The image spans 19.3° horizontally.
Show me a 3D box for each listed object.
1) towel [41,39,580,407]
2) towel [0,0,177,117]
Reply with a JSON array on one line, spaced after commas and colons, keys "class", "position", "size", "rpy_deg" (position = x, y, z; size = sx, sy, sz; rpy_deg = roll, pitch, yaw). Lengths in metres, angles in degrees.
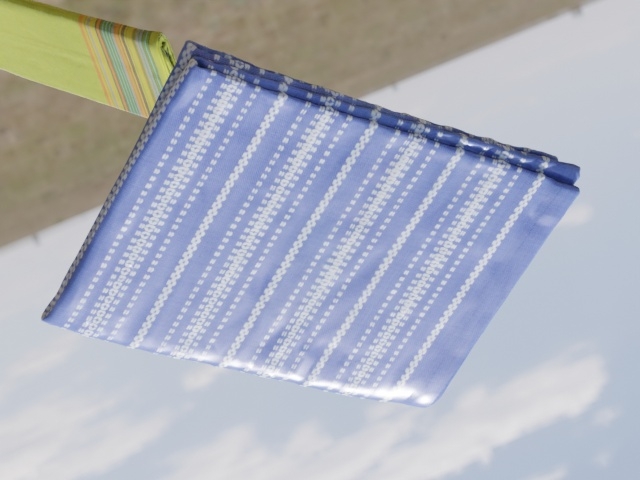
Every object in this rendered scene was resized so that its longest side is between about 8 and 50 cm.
[{"class": "towel", "position": [0.000, 0.000, 1.343], "size": [0.336, 0.040, 0.243], "rpy_deg": [15, 120, -29]}, {"class": "towel", "position": [-0.216, -0.168, 1.649], "size": [0.237, 0.102, 0.021], "rpy_deg": [19, -127, 30]}]
